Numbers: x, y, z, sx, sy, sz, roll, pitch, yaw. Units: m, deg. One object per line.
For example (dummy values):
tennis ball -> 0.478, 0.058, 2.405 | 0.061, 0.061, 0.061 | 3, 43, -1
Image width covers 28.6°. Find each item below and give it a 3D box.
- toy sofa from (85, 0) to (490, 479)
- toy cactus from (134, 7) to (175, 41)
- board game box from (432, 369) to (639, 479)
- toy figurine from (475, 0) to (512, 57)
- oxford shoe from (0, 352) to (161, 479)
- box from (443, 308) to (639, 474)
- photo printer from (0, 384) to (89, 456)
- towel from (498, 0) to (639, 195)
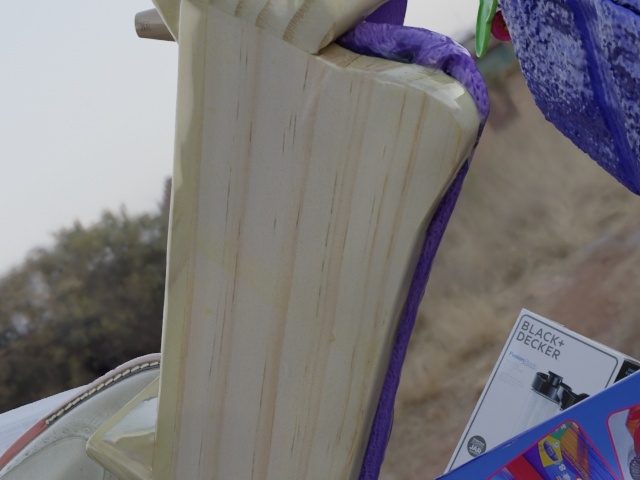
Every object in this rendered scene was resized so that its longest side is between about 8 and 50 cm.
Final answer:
toy sofa -> 0.000, 0.000, 0.610 | 0.150, 0.177, 0.362 | -43, -28, -42
toy cactus -> -0.150, -0.276, 1.609 | 0.181, 0.218, 0.112 | -3, 30, 13
board game box -> 0.197, 0.225, 0.546 | 0.233, 0.347, 0.078 | -31, -33, 13
toy figurine -> 0.265, -0.284, 1.417 | 0.159, 0.173, 0.130 | 4, 28, -2
oxford shoe -> -0.196, 0.240, 0.796 | 0.397, 0.140, 0.146 | -51, 7, -7
box -> 0.268, 0.248, 1.541 | 0.087, 0.169, 0.289 | 24, -87, -44
photo printer -> -0.294, 0.309, 1.308 | 0.256, 0.107, 0.307 | -20, -45, -17
towel -> 0.190, -0.113, 0.793 | 0.076, 0.227, 0.308 | -22, 31, -5
